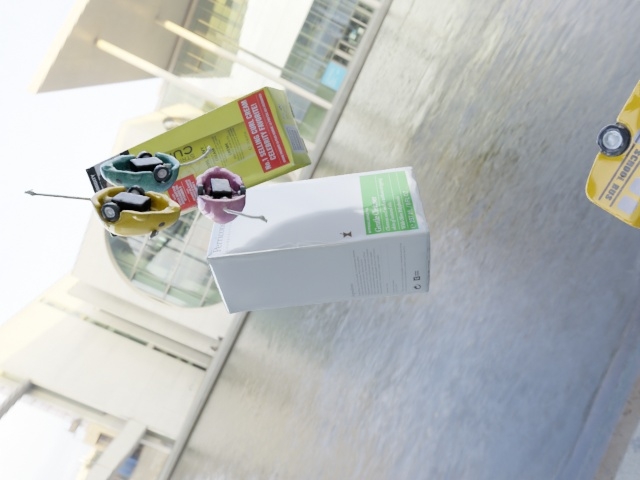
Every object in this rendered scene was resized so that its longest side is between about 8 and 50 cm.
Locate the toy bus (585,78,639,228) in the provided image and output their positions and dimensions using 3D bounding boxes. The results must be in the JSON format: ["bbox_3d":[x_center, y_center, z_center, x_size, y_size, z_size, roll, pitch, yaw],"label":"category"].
[{"bbox_3d":[0.523,-0.190,0.745,0.130,0.108,0.332,47,137,37],"label":"toy bus"}]

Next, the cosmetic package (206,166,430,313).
[{"bbox_3d":[0.000,0.000,0.923,0.197,0.366,0.155,-93,-5,-47],"label":"cosmetic package"}]

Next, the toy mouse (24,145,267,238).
[{"bbox_3d":[-0.114,-0.040,0.407,0.143,0.161,0.031,-75,-5,-61],"label":"toy mouse"}]

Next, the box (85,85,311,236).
[{"bbox_3d":[-0.133,-0.079,0.545,0.232,0.087,0.058,-17,5,18],"label":"box"}]
